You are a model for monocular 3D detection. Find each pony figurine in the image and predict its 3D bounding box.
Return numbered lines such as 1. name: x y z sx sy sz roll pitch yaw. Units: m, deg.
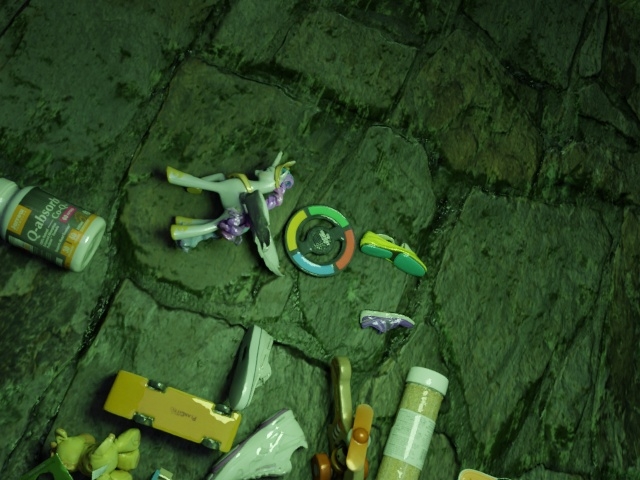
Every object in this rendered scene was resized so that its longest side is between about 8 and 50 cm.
1. pony figurine: -0.230 -0.079 1.692 0.363 0.303 0.351 -8 68 -4

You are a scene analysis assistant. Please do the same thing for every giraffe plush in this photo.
1. giraffe plush: -0.559 0.527 1.455 0.170 0.210 0.182 8 73 15

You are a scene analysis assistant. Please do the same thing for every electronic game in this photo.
1. electronic game: 0.000 0.000 1.838 0.229 0.048 0.230 5 73 -16

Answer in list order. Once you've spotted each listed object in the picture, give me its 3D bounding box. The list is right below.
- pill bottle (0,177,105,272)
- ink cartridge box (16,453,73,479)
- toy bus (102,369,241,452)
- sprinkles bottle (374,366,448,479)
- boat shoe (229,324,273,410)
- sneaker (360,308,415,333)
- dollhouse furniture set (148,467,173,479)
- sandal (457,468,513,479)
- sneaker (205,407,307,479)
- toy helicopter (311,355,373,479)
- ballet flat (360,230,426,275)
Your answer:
1. pill bottle: -0.716 -0.042 1.558 0.278 0.162 0.162 26 68 -10
2. ink cartridge box: -0.616 0.647 1.370 0.255 0.188 0.097 57 26 4
3. toy bus: -0.377 0.438 1.544 0.332 0.130 0.108 23 68 -10
4. sprinkles bottle: 0.260 0.545 1.722 0.121 0.121 0.356 26 68 -9
5. boat shoe: -0.176 0.346 1.618 0.088 0.096 0.268 30 31 -18
6. sneaker: 0.200 0.250 1.832 0.169 0.068 0.071 7 87 -7
7. dollhouse furniture set: -0.360 0.763 1.472 0.286 0.198 0.303 32 43 -11
8. sandal: 0.531 0.747 1.775 0.265 0.076 0.102 21 69 -11
9. sneaker: -0.161 0.579 1.576 0.305 0.114 0.152 -33 87 -27
10. toy helicopter: 0.067 0.486 1.616 0.140 0.235 0.356 1 74 -17
11. ballet flat: 0.234 0.033 1.894 0.230 0.077 0.077 23 52 -8
